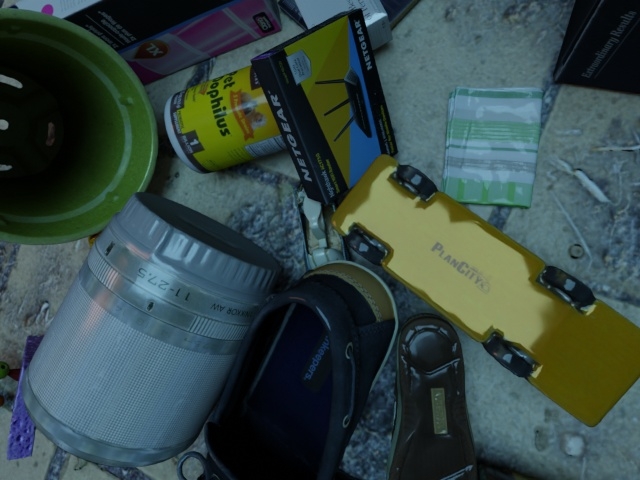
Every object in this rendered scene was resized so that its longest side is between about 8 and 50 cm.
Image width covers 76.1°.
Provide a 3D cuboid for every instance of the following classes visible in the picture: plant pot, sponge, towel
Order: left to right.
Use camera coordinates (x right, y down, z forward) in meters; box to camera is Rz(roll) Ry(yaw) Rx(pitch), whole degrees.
[{"bbox_3d":[-0.420,-0.158,0.575,0.254,0.276,0.276,19,90,39],"label":"plant pot"},{"bbox_3d":[-0.421,0.213,0.593,0.210,0.031,0.117,-1,82,56],"label":"sponge"},{"bbox_3d":[0.215,-0.120,0.517,0.113,0.023,0.152,6,86,17],"label":"towel"}]

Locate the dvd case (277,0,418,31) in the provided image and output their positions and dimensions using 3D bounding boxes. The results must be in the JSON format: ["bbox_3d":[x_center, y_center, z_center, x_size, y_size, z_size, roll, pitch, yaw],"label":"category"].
[{"bbox_3d":[0.066,-0.375,0.586,0.221,0.018,0.164,-45,74,8],"label":"dvd case"}]

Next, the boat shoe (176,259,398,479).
[{"bbox_3d":[-0.064,0.256,0.470,0.187,0.156,0.500,27,101,25],"label":"boat shoe"}]

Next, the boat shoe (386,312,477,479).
[{"bbox_3d":[0.127,0.212,0.473,0.095,0.095,0.257,5,90,8],"label":"boat shoe"}]

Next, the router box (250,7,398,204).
[{"bbox_3d":[0.015,-0.152,0.482,0.133,0.179,0.046,-38,35,-21],"label":"router box"}]

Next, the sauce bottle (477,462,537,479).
[{"bbox_3d":[0.322,0.335,0.397,0.344,0.111,0.111,13,88,18],"label":"sauce bottle"}]

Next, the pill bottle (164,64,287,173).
[{"bbox_3d":[-0.091,-0.173,0.558,0.215,0.117,0.117,-14,81,14],"label":"pill bottle"}]

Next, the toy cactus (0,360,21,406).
[{"bbox_3d":[-0.612,0.221,0.643,0.219,0.180,0.112,-10,62,10],"label":"toy cactus"}]

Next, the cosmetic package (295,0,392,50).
[{"bbox_3d":[0.002,-0.361,0.562,0.099,0.060,0.239,-27,77,14],"label":"cosmetic package"}]

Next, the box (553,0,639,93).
[{"bbox_3d":[0.458,-0.257,0.322,0.395,0.293,0.212,16,89,16],"label":"box"}]

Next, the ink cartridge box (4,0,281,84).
[{"bbox_3d":[-0.258,-0.313,0.588,0.371,0.176,0.069,-12,82,14],"label":"ink cartridge box"}]

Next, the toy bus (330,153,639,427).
[{"bbox_3d":[0.174,0.044,0.457,0.333,0.130,0.108,38,96,16],"label":"toy bus"}]

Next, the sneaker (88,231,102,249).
[{"bbox_3d":[-0.323,0.023,0.631,0.064,0.067,0.175,-34,79,8],"label":"sneaker"}]

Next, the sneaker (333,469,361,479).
[{"bbox_3d":[0.089,0.346,0.490,0.170,0.051,0.089,3,87,26],"label":"sneaker"}]

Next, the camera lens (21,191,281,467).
[{"bbox_3d":[-0.200,0.106,0.509,0.219,0.219,0.274,30,93,16],"label":"camera lens"}]

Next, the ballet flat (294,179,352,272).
[{"bbox_3d":[0.000,0.000,0.544,0.070,0.070,0.188,-16,81,14],"label":"ballet flat"}]
